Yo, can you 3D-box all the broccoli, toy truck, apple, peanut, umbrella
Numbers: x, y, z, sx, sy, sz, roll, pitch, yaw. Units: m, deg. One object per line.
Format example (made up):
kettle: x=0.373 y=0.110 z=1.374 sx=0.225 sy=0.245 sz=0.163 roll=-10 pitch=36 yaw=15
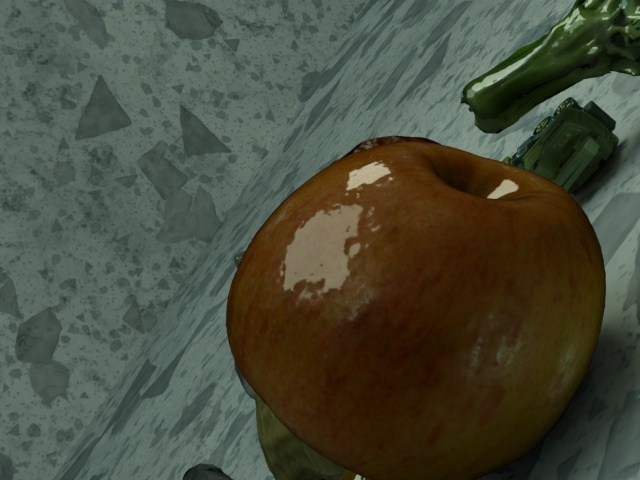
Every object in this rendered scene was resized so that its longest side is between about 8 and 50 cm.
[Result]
broccoli: x=0.295 y=-0.186 z=1.392 sx=0.275 sy=0.198 sz=0.177 roll=-52 pitch=-19 yaw=2
toy truck: x=0.241 y=-0.071 z=1.467 sx=0.169 sy=0.077 sz=0.100 roll=-43 pitch=14 yaw=30
apple: x=0.085 y=0.053 z=1.148 sx=0.275 sy=0.299 sz=0.299 roll=-60 pitch=9 yaw=18
peanut: x=-0.009 y=0.177 z=1.473 sx=0.233 sy=0.110 sz=0.197 roll=-45 pitch=55 yaw=54
umbrella: x=-0.130 y=0.327 z=1.727 sx=0.073 sy=0.067 sz=0.337 roll=-41 pitch=9 yaw=-12

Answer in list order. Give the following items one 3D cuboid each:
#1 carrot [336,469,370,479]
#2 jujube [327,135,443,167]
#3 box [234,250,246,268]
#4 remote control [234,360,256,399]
carrot: x=0.056 y=0.219 z=1.339 sx=0.078 sy=0.078 sz=0.298 roll=-38 pitch=15 yaw=51
jujube: x=0.072 y=-0.002 z=1.542 sx=0.213 sy=0.213 sz=0.232 roll=-35 pitch=35 yaw=56
box: x=0.000 y=0.000 z=1.952 sx=0.243 sy=0.055 sz=0.103 roll=-23 pitch=-2 yaw=2
remote control: x=-0.025 y=0.118 z=1.857 sx=0.221 sy=0.103 sz=0.332 roll=-43 pitch=11 yaw=-3
